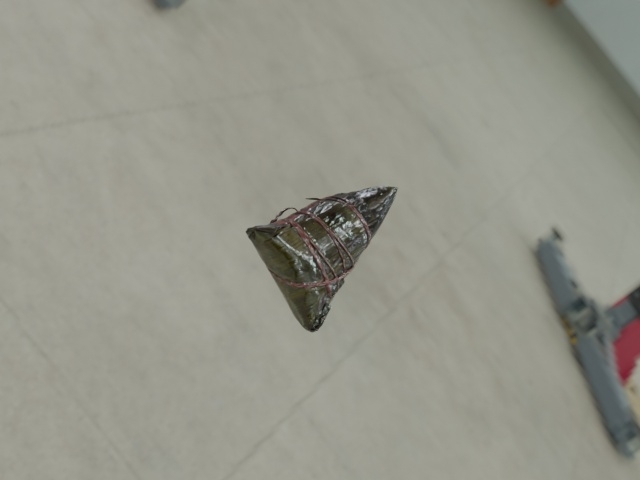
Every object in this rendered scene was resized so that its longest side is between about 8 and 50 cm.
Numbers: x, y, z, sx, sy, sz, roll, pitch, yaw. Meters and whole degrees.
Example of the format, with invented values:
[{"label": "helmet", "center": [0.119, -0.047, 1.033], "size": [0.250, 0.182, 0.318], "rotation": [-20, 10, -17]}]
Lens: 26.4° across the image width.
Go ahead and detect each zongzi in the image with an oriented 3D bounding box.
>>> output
[{"label": "zongzi", "center": [0.000, 0.000, 0.752], "size": [0.067, 0.083, 0.073], "rotation": [55, -17, -10]}]
